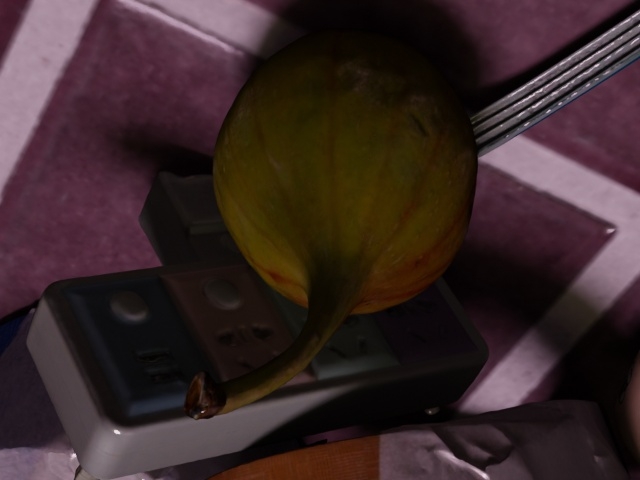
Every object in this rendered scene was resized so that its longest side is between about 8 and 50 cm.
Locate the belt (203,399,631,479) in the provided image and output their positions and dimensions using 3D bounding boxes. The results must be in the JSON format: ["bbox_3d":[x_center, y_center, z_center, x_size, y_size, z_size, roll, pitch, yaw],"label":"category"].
[{"bbox_3d":[0.061,0.147,0.763,0.184,0.105,0.261,-26,159,34],"label":"belt"}]

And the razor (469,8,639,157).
[{"bbox_3d":[0.137,-0.090,0.671,0.191,0.037,0.068,-35,76,36],"label":"razor"}]

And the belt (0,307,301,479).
[{"bbox_3d":[-0.103,0.198,0.905,0.212,0.117,0.347,-7,130,16],"label":"belt"}]

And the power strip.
[{"bbox_3d":[-0.039,0.032,0.735,0.215,0.145,0.061,-6,143,-35],"label":"power strip"}]

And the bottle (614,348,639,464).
[{"bbox_3d":[0.209,0.050,0.746,0.098,0.099,0.152,14,130,-4],"label":"bottle"}]

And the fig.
[{"bbox_3d":[0.000,0.000,0.638,0.124,0.236,0.124,6,124,10],"label":"fig"}]
